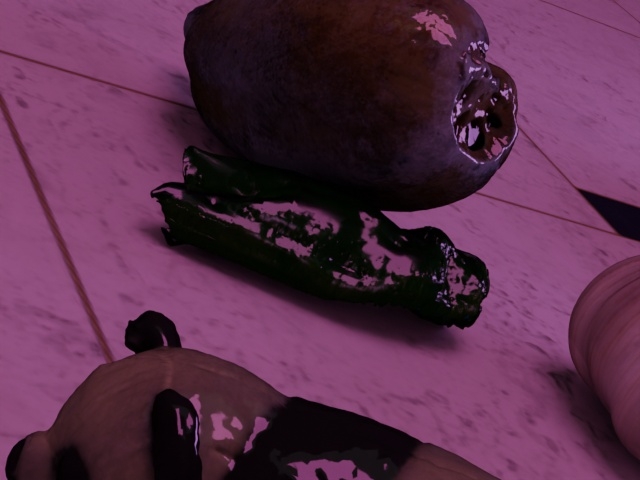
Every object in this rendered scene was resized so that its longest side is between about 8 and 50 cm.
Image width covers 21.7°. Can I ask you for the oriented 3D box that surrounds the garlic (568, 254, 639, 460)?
[{"bbox_3d":[0.272,0.043,1.013,0.199,0.226,0.199,27,24,-13],"label":"garlic"}]

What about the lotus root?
[{"bbox_3d":[-0.008,-0.104,1.115,0.322,0.140,0.158,16,-27,47],"label":"lotus root"}]

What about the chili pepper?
[{"bbox_3d":[0.001,-0.002,1.013,0.224,0.061,0.098,22,28,-18],"label":"chili pepper"}]

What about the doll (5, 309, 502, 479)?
[{"bbox_3d":[-0.003,0.125,0.617,0.234,0.135,0.143,27,18,10],"label":"doll"}]
